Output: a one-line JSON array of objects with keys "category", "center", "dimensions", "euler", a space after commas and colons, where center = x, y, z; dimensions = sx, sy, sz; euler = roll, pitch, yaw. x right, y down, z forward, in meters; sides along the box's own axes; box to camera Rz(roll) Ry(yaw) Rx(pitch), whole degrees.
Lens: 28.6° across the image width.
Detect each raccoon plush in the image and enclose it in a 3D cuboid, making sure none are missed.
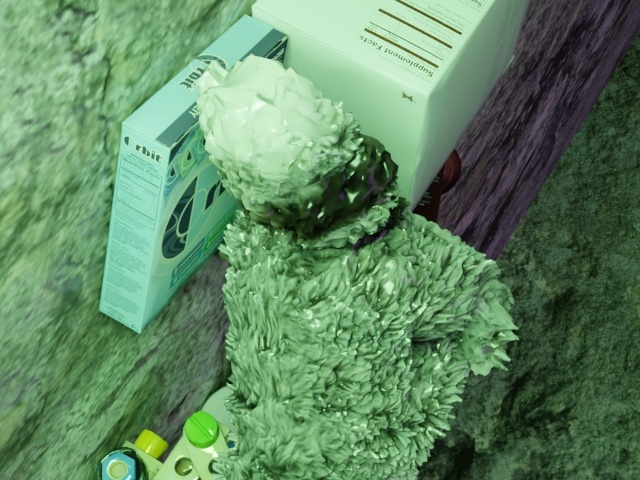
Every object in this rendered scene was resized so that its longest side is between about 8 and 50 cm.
[{"category": "raccoon plush", "center": [-0.041, 0.102, 0.898], "dimensions": [0.446, 0.216, 0.299], "euler": [41, 67, -48]}]

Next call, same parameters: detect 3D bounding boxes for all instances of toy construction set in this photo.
[{"category": "toy construction set", "center": [-0.125, 0.283, 1.091], "dimensions": [0.327, 0.215, 0.151], "euler": [-52, 164, -33]}]

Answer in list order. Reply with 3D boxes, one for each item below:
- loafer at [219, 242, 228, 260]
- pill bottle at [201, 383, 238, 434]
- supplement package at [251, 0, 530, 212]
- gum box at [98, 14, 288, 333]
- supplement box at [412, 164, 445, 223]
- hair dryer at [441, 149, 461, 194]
[{"category": "loafer", "center": [-0.051, -0.017, 1.153], "dimensions": [0.125, 0.039, 0.045], "euler": [-49, 130, -52]}, {"category": "pill bottle", "center": [-0.063, 0.208, 1.416], "dimensions": [0.108, 0.108, 0.180], "euler": [-62, 168, 3]}, {"category": "supplement package", "center": [0.061, -0.164, 0.993], "dimensions": [0.203, 0.149, 0.194], "euler": [-55, 166, -24]}, {"category": "gum box", "center": [-0.092, -0.047, 0.900], "dimensions": [0.157, 0.041, 0.184], "euler": [-50, 164, -43]}, {"category": "supplement box", "center": [0.089, -0.038, 1.380], "dimensions": [0.130, 0.073, 0.239], "euler": [103, 0, -51]}, {"category": "hair dryer", "center": [0.097, -0.046, 1.627], "dimensions": [0.293, 0.080, 0.223], "euler": [-41, 171, -39]}]
